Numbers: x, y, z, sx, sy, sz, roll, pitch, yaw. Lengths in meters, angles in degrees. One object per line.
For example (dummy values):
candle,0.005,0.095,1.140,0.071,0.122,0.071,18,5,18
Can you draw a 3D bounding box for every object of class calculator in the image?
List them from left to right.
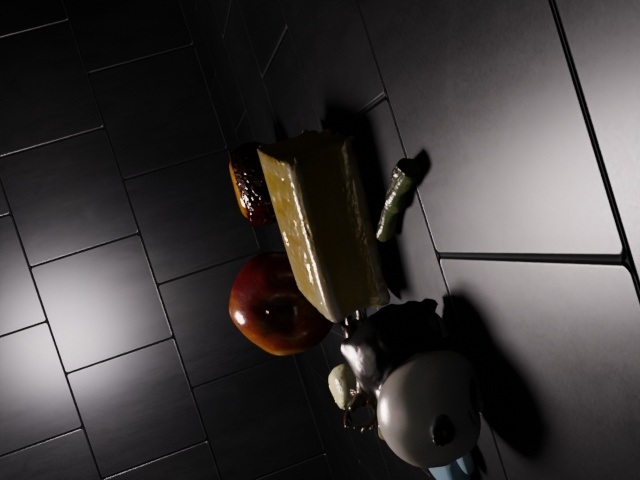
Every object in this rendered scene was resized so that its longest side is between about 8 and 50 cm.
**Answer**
calculator,0.214,0.365,1.415,0.303,0.042,0.189,126,126,-81

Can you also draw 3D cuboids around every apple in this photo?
apple,-0.096,0.163,2.081,0.317,0.288,0.288,-110,3,-86

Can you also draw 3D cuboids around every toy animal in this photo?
toy animal,0.094,0.278,1.772,0.244,0.087,0.260,-83,-11,-50
toy animal,0.151,0.223,1.164,0.187,0.165,0.235,80,165,-47

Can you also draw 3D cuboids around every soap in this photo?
soap,0.004,-0.044,1.521,0.293,0.156,0.335,-144,36,-66

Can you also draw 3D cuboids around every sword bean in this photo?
sword bean,0.117,-0.060,1.209,0.269,0.038,0.043,99,176,-69

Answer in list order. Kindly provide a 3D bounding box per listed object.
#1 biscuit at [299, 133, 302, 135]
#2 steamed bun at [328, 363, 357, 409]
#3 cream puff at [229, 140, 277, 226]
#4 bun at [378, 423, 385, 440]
biscuit,-0.033,-0.209,1.800,0.092,0.016,0.082,-145,33,-75
steamed bun,0.076,0.379,2.032,0.130,0.090,0.113,94,152,-57
cream puff,-0.157,-0.158,2.127,0.239,0.164,0.239,163,90,-84
bun,0.160,0.409,1.739,0.086,0.054,0.086,2,-90,-80
